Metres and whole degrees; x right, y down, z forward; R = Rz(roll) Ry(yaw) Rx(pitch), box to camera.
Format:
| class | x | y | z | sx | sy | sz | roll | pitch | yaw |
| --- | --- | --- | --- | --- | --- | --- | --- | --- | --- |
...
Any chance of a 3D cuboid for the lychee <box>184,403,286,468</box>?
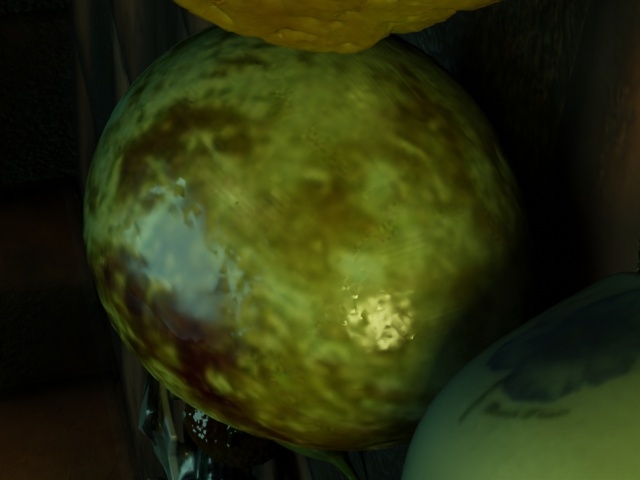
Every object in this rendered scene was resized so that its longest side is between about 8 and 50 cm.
| class | x | y | z | sx | sy | sz | roll | pitch | yaw |
| --- | --- | --- | --- | --- | --- | --- | --- | --- | --- |
| lychee | -0.074 | 0.161 | 1.778 | 0.146 | 0.114 | 0.114 | -80 | -13 | -70 |

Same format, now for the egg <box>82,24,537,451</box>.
| class | x | y | z | sx | sy | sz | roll | pitch | yaw |
| --- | --- | --- | --- | --- | --- | --- | --- | --- | --- |
| egg | 0.000 | 0.000 | 1.023 | 0.289 | 0.238 | 0.238 | 40 | 142 | 39 |

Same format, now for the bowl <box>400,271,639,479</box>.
| class | x | y | z | sx | sy | sz | roll | pitch | yaw |
| --- | --- | --- | --- | --- | --- | --- | --- | --- | --- |
| bowl | 0.105 | 0.168 | 0.805 | 0.289 | 0.146 | 0.289 | 167 | 90 | -78 |

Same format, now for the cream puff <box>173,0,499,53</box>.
| class | x | y | z | sx | sy | sz | roll | pitch | yaw |
| --- | --- | --- | --- | --- | --- | --- | --- | --- | --- |
| cream puff | 0.001 | -0.194 | 0.872 | 0.244 | 0.244 | 0.196 | 94 | 164 | -45 |

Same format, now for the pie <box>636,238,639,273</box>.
| class | x | y | z | sx | sy | sz | roll | pitch | yaw |
| --- | --- | --- | --- | --- | --- | --- | --- | --- | --- |
| pie | 0.158 | 0.020 | 0.804 | 0.085 | 0.017 | 0.085 | 171 | 90 | -77 |

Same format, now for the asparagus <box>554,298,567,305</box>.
| class | x | y | z | sx | sy | sz | roll | pitch | yaw |
| --- | --- | --- | --- | --- | --- | --- | --- | --- | --- |
| asparagus | 0.118 | 0.066 | 1.032 | 0.166 | 0.016 | 0.013 | 105 | 152 | -65 |

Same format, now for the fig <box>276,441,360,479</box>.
| class | x | y | z | sx | sy | sz | roll | pitch | yaw |
| --- | --- | --- | --- | --- | --- | --- | --- | --- | --- |
| fig | -0.012 | 0.163 | 1.537 | 0.093 | 0.093 | 0.166 | 140 | 120 | -76 |

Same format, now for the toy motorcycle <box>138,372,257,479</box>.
| class | x | y | z | sx | sy | sz | roll | pitch | yaw |
| --- | --- | --- | --- | --- | --- | --- | --- | --- | --- |
| toy motorcycle | -0.123 | 0.182 | 1.956 | 0.188 | 0.143 | 0.327 | 97 | 168 | -52 |
